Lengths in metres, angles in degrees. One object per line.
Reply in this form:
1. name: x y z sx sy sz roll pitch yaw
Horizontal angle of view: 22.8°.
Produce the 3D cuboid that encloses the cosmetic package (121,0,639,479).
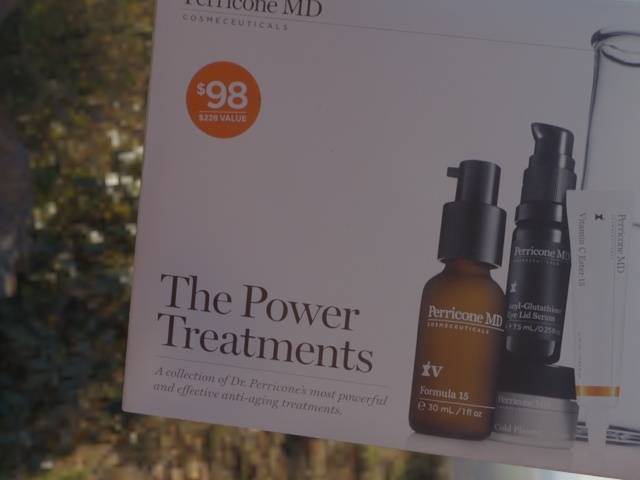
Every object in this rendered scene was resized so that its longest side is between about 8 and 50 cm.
1. cosmetic package: 0.080 -0.016 0.968 0.097 0.377 0.284 -34 130 -80
